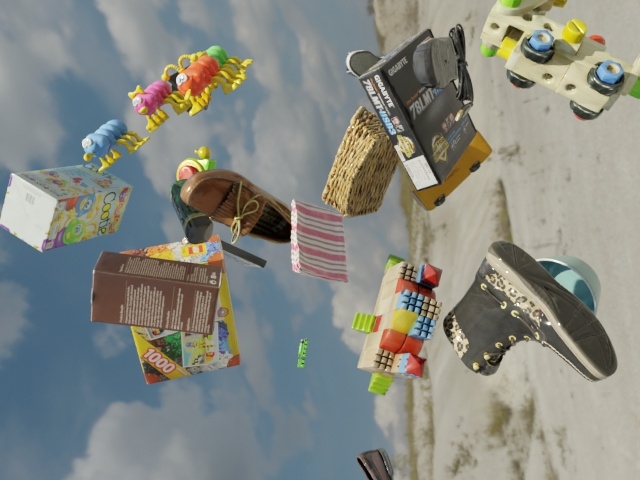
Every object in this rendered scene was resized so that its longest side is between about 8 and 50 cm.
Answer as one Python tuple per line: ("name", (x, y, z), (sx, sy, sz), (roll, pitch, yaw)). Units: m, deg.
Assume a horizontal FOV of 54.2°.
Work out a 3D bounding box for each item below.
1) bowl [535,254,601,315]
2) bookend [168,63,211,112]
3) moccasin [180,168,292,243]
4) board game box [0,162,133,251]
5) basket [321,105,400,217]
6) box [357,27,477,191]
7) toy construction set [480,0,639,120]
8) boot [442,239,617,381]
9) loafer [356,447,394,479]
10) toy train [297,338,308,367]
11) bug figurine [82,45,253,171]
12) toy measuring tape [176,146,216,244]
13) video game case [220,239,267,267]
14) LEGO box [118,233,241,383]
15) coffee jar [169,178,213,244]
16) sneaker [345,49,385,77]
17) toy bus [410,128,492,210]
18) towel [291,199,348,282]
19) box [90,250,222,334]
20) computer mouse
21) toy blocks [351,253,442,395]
("bowl", (0.894, 0.178, 2.299), (0.163, 0.311, 0.312), (-28, -73, -37))
("bookend", (-0.411, -0.453, 1.942), (0.156, 0.072, 0.157), (-47, -10, -41))
("moccasin", (-0.197, -0.072, 1.606), (0.380, 0.139, 0.147), (32, -166, -52))
("board game box", (-0.627, -0.089, 1.564), (0.142, 0.144, 0.275), (-66, -14, 20))
("basket", (0.097, -0.250, 1.991), (0.213, 0.299, 0.223), (-14, -135, -43))
("box", (0.239, -0.309, 1.457), (0.295, 0.073, 0.293), (-47, -65, -45))
("toy construction set", (0.378, -0.304, 0.911), (0.215, 0.327, 0.151), (-55, -26, -26))
("boot", (0.465, 0.221, 1.457), (0.138, 0.284, 0.377), (-16, -124, -42))
("loafer", (0.189, 0.778, 1.899), (0.303, 0.095, 0.109), (-110, 27, -45))
("toy train", (-0.050, 0.311, 1.727), (0.017, 0.023, 0.083), (-146, 64, -83))
("bug figurine", (-0.223, -0.208, 0.911), (0.072, 0.278, 0.216), (55, -151, -20))
("toy measuring tape", (-0.432, -0.157, 2.076), (0.121, 0.121, 0.330), (-37, -34, -73))
("video game case", (-0.377, 0.045, 2.575), (0.035, 0.274, 0.248), (-68, 18, -9))
("LEGO box", (-0.521, 0.262, 2.363), (0.193, 0.372, 0.501), (-116, 18, -57))
("coffee jar", (-0.368, -0.081, 1.786), (0.184, 0.079, 0.096), (60, 150, 30))
("sneaker", (0.115, -0.550, 1.952), (0.226, 0.163, 0.086), (-7, -68, -47))
("toy bus", (0.457, -0.252, 2.230), (0.108, 0.332, 0.130), (49, 173, -15))
("towel", (0.000, 0.000, 1.475), (0.144, 0.029, 0.197), (14, -123, -28))
("box", (-0.512, 0.168, 1.971), (0.143, 0.381, 0.191), (-102, 23, -61))
("computer mouse", (0.245, -0.324, 1.265), (0.262, 0.060, 0.184), (-44, -56, -52))
("toy blocks", (0.216, 0.203, 1.618), (0.261, 0.190, 0.382), (137, 152, -71))
